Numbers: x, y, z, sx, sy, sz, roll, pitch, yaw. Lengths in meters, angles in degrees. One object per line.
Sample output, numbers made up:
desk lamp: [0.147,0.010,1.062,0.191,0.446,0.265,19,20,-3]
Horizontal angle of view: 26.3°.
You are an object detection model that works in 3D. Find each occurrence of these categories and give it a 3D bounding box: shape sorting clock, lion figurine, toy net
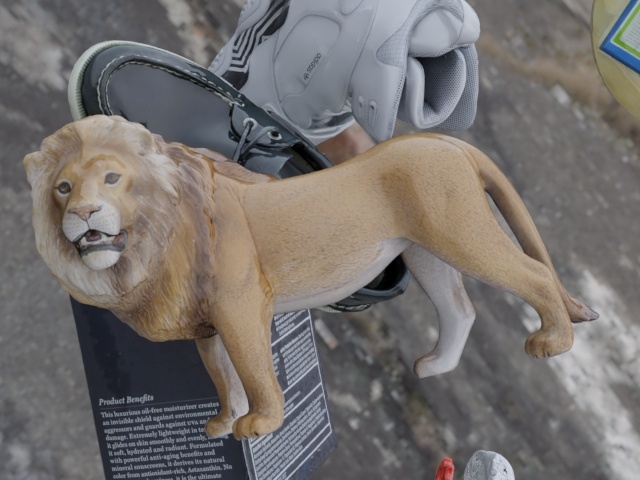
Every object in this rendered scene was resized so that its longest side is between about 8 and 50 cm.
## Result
shape sorting clock: [0.323,-0.187,1.140,0.206,0.206,0.040,43,13,-22]
lion figurine: [0.000,0.000,0.983,0.142,0.392,0.240,162,-86,-74]
toy net: [0.154,0.265,1.399,0.045,0.232,0.122,13,53,-9]

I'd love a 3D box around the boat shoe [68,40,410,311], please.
boat shoe: [-0.052,-0.045,1.123,0.340,0.127,0.113,45,-19,-28]

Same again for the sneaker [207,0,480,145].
sneaker: [0.011,-0.131,1.273,0.137,0.366,0.210,-13,53,-43]

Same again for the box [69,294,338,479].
box: [-0.125,0.146,1.560,0.296,0.182,0.294,-28,110,-71]
